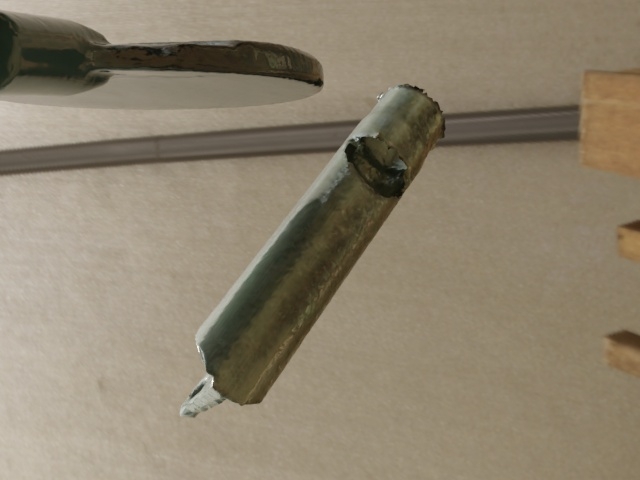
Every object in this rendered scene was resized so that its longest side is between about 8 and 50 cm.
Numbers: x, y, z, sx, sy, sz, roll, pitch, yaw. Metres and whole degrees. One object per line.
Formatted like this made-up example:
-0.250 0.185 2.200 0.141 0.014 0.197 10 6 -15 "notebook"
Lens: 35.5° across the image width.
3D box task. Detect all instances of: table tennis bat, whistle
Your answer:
-0.115 -0.097 0.584 0.215 0.329 0.044 1 -85 12 "table tennis bat"
0.000 0.000 0.692 0.312 0.062 0.062 -54 -56 -37 "whistle"
